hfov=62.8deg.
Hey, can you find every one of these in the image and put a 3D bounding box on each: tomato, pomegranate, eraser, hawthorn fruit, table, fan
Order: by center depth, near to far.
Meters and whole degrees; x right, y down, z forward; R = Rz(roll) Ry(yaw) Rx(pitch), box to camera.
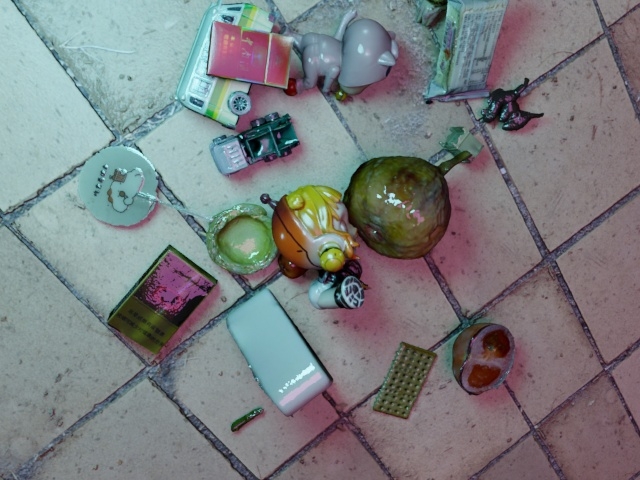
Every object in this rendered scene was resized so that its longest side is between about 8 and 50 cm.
[{"bbox_3d":[-0.412,-0.104,1.245,0.329,0.009,0.190,22,95,-6],"label":"fan"},{"bbox_3d":[0.306,-0.615,1.301,0.138,0.125,0.163,-15,122,-48],"label":"pomegranate"},{"bbox_3d":[-0.108,0.280,1.354,0.150,0.331,0.331,-38,110,-6],"label":"eraser"},{"bbox_3d":[-0.062,0.057,1.388,0.093,0.081,0.081,-22,109,-29],"label":"hawthorn fruit"},{"bbox_3d":[0.383,-0.261,1.432,0.083,0.079,0.062,39,89,-18],"label":"table"},{"bbox_3d":[0.480,0.345,1.587,0.199,0.112,0.228,18,97,-26],"label":"tomato"}]

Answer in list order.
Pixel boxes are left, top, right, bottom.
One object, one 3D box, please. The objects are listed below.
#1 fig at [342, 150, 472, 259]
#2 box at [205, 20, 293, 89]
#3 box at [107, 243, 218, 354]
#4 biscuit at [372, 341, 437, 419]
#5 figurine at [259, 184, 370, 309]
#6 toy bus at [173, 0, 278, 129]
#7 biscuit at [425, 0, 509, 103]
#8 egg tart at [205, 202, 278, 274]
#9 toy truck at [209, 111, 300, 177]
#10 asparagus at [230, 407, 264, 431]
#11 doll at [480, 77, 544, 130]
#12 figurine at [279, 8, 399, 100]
[{"bbox_3d":[0.254,-0.121,1.349,0.369,0.286,0.286,-33,110,-20],"label":"fig"},{"bbox_3d":[-0.152,-0.395,1.125,0.175,0.048,0.112,4,102,-19],"label":"box"},{"bbox_3d":[-0.395,0.150,1.319,0.159,0.071,0.240,41,91,-18],"label":"box"},{"bbox_3d":[0.255,0.430,1.595,0.139,0.016,0.231,21,97,-20],"label":"biscuit"},{"bbox_3d":[-0.003,0.003,1.276,0.196,0.320,0.323,-23,100,7],"label":"figurine"},{"bbox_3d":[-0.215,-0.408,1.199,0.165,0.133,0.276,19,96,-21],"label":"toy bus"},{"bbox_3d":[0.370,-0.491,1.323,0.186,0.079,0.309,-13,138,-11],"label":"biscuit"},{"bbox_3d":[-0.198,-0.004,1.332,0.197,0.078,0.197,-4,106,-14],"label":"egg tart"},{"bbox_3d":[-0.155,-0.231,1.268,0.216,0.116,0.110,-23,108,-9],"label":"toy truck"},{"bbox_3d":[-0.205,0.504,1.480,0.108,0.021,0.025,-32,113,-7],"label":"asparagus"},{"bbox_3d":[0.526,-0.365,1.459,0.165,0.057,0.139,-32,111,-6],"label":"doll"},{"bbox_3d":[0.045,-0.440,1.276,0.287,0.176,0.186,-6,147,2],"label":"figurine"}]
